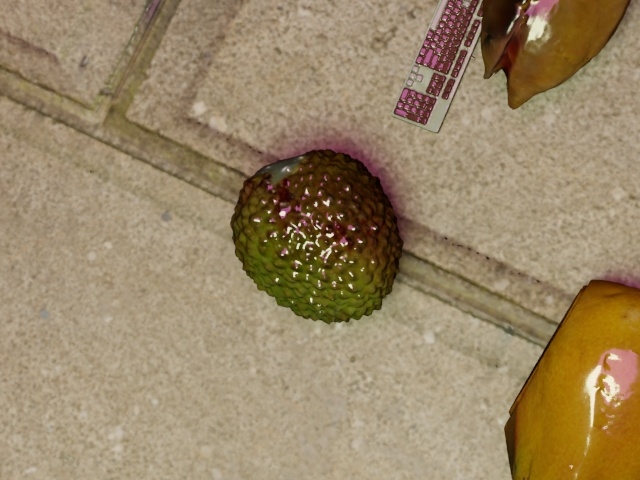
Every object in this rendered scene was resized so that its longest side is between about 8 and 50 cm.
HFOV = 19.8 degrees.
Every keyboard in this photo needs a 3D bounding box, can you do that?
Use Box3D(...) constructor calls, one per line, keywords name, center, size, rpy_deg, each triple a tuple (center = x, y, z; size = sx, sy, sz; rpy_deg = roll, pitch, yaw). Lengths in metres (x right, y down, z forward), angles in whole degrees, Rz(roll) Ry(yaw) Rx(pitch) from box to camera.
Box3D(name="keyboard", center=(0.124, -0.187, 1.781), size=(0.055, 0.017, 0.166), rpy_deg=(23, 87, 13))

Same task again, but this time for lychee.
Box3D(name="lychee", center=(0.000, 0.000, 1.712), size=(0.171, 0.171, 0.171), rpy_deg=(-2, 81, 11))

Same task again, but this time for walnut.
Box3D(name="walnut", center=(0.224, -0.238, 1.714), size=(0.137, 0.137, 0.245), rpy_deg=(22, 87, 13))

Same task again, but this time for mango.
Box3D(name="mango", center=(0.258, 0.160, 1.645), size=(0.166, 0.136, 0.236), rpy_deg=(30, 93, 11))
